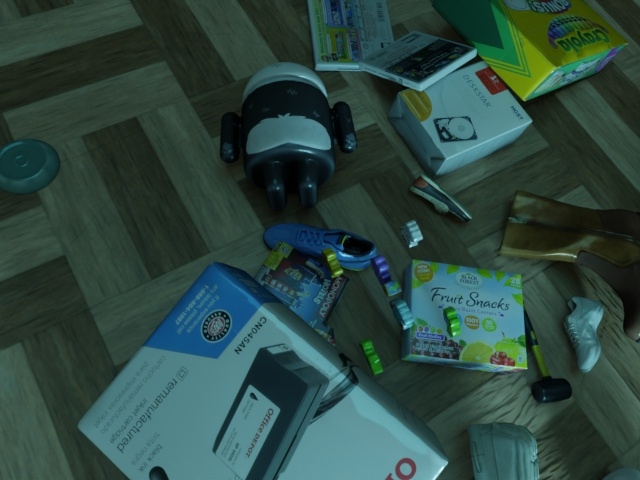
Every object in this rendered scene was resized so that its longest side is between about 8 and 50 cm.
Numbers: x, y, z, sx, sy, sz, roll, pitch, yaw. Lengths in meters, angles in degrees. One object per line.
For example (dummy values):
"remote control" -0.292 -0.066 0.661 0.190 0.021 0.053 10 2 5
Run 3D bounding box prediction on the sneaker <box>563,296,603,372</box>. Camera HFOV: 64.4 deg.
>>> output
"sneaker" 0.481 0.172 0.943 0.061 0.053 0.152 19 57 5

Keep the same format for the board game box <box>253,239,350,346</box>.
"board game box" -0.039 0.130 0.873 0.194 0.060 0.194 30 65 4

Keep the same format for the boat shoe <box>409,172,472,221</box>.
"boat shoe" 0.242 -0.079 1.020 0.137 0.049 0.043 40 109 7

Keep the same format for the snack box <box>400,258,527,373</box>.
"snack box" 0.252 0.136 0.909 0.207 0.070 0.174 9 66 -5

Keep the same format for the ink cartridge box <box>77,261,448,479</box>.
"ink cartridge box" -0.071 0.263 0.703 0.395 0.166 0.285 38 87 10

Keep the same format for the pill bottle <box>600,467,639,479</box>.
"pill bottle" 0.523 0.461 0.784 0.187 0.112 0.112 44 67 11

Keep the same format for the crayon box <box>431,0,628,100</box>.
"crayon box" 0.484 -0.495 1.160 0.363 0.106 0.313 -26 71 -34

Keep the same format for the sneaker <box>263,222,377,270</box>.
"sneaker" 0.000 0.000 0.926 0.209 0.082 0.069 13 67 -1

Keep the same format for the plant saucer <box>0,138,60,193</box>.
"plant saucer" -0.546 -0.142 0.935 0.119 0.021 0.119 3 65 -8

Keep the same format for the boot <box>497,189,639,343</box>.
"boot" 0.481 0.037 0.952 0.280 0.096 0.264 12 72 14

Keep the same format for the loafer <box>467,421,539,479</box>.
"loafer" 0.273 0.443 0.770 0.111 0.112 0.319 -6 67 29

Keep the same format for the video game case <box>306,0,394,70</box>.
"video game case" 0.072 -0.482 1.181 0.193 0.023 0.212 -2 68 -10

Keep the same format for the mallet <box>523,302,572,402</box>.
"mallet" 0.384 0.200 0.924 0.062 0.039 0.189 -11 64 -17

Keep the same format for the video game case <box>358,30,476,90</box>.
"video game case" 0.209 -0.392 1.099 0.190 0.022 0.173 -36 50 -26

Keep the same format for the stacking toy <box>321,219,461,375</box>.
"stacking toy" 0.118 0.088 0.850 0.167 0.052 0.221 -21 79 -9

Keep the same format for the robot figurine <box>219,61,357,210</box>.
"robot figurine" -0.061 -0.197 0.956 0.209 0.173 0.278 12 61 -37

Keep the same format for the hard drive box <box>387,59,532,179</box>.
"hard drive box" 0.292 -0.258 1.080 0.232 0.089 0.181 -26 73 -19
